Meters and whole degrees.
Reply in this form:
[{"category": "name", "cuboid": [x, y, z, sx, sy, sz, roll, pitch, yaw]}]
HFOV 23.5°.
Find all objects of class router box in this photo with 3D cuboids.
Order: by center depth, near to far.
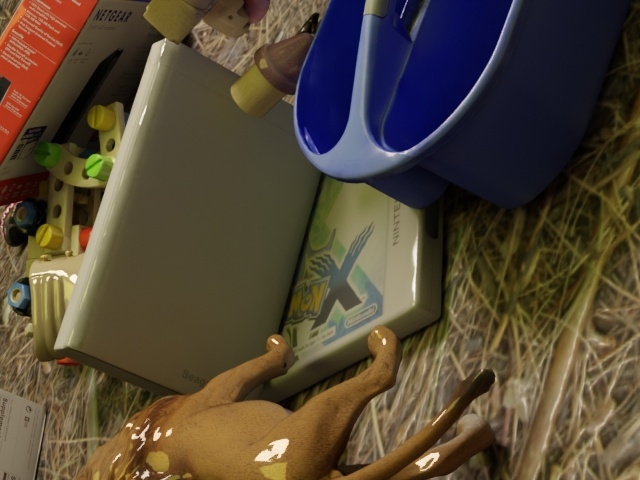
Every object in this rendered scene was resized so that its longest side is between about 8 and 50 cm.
[{"category": "router box", "cuboid": [-0.326, -0.193, 1.924, 0.301, 0.082, 0.335, -56, -6, 13]}]

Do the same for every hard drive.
[{"category": "hard drive", "cuboid": [-0.110, -0.007, 1.429, 0.040, 0.203, 0.307, -13, 56, 52]}]

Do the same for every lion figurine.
[{"category": "lion figurine", "cuboid": [-0.049, 0.176, 1.240, 0.240, 0.142, 0.392, -32, 6, -32]}]

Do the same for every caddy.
[{"category": "caddy", "cuboid": [0.108, -0.185, 1.292, 0.241, 0.179, 0.341, 1, 65, 48]}]

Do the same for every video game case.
[{"category": "video game case", "cuboid": [0.000, 0.000, 1.493, 0.329, 0.036, 0.300, -32, 42, 43]}]

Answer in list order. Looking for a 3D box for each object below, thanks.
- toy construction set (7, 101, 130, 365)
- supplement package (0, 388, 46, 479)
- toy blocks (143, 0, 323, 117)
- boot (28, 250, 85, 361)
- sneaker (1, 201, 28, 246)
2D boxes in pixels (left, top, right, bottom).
[{"category": "toy construction set", "cuboid": [-0.275, 0.004, 1.826, 0.215, 0.151, 0.327, -8, 61, 36]}, {"category": "supplement package", "cuboid": [-0.475, 0.313, 1.882, 0.262, 0.145, 0.204, -35, 40, 41]}, {"category": "toy blocks", "cuboid": [-0.028, -0.312, 1.437, 0.260, 0.309, 0.288, -42, 10, 27]}, {"category": "boot", "cuboid": [-0.209, 0.009, 1.666, 0.203, 0.095, 0.262, -7, 59, 12]}, {"category": "sneaker", "cuboid": [-0.405, -0.041, 2.156, 0.057, 0.047, 0.119, 34, 98, 48]}]
